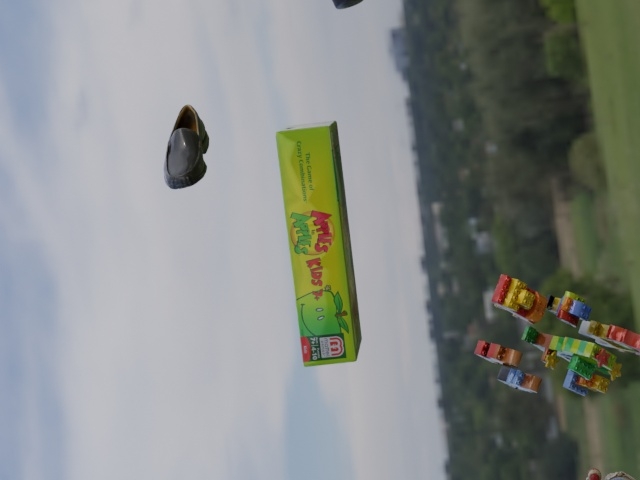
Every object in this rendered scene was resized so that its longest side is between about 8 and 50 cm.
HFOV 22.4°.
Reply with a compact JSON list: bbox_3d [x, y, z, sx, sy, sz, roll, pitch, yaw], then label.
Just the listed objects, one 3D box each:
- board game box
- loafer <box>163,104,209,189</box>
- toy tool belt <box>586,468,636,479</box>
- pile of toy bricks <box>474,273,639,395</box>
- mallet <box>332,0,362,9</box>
[{"bbox_3d":[0.000,0.000,1.270,0.092,0.043,0.181,-63,-34,-82],"label":"board game box"},{"bbox_3d":[-0.191,-0.128,2.242,0.170,0.062,0.061,-93,-8,-60],"label":"loafer"},{"bbox_3d":[0.420,0.355,2.306,0.051,0.083,0.052,-62,-5,-70],"label":"toy tool belt"},{"bbox_3d":[0.272,0.117,1.727,0.212,0.105,0.118,27,-100,-37],"label":"pile of toy bricks"},{"bbox_3d":[0.071,-0.288,1.842,0.189,0.039,0.062,0,-108,-50],"label":"mallet"}]
